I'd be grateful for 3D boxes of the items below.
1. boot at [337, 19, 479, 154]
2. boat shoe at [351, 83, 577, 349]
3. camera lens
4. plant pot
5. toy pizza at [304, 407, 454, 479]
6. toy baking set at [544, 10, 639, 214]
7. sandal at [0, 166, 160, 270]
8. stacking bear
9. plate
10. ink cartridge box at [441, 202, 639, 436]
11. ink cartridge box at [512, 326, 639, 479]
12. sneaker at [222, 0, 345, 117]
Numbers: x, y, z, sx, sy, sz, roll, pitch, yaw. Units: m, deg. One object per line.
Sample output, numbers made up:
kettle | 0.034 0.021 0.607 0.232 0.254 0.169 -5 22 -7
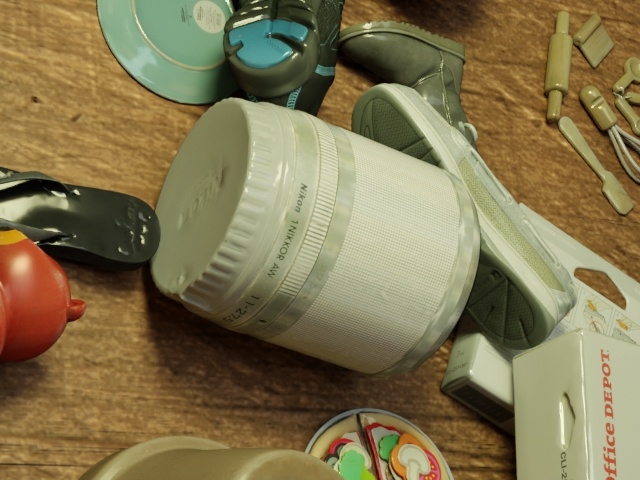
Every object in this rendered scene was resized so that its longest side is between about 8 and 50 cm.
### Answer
boot | 0.106 -0.132 1.821 0.189 0.076 0.209 8 72 -30
boat shoe | 0.153 -0.035 1.728 0.320 0.118 0.103 51 45 2
camera lens | 0.000 0.000 1.581 0.274 0.219 0.219 20 59 -27
plant pot | -0.076 0.276 1.400 0.263 0.229 0.263 16 61 -30
toy pizza | 0.066 0.263 1.633 0.201 0.032 0.201 15 62 -30
toy baking set | 0.356 -0.168 2.031 0.196 0.030 0.256 29 56 -22
sandal | -0.266 -0.028 1.501 0.254 0.054 0.097 3 67 -27
stacking bear | -0.333 0.064 1.363 0.289 0.175 0.164 -13 102 -48
plate | -0.145 -0.232 1.709 0.188 0.024 0.188 15 61 -29
ink cartridge box | 0.281 0.127 1.829 0.275 0.060 0.239 33 53 -19
ink cartridge box | 0.337 0.224 1.706 0.272 0.114 0.197 19 59 -31
sneaker | -0.036 -0.237 1.745 0.125 0.140 0.341 2 43 12
